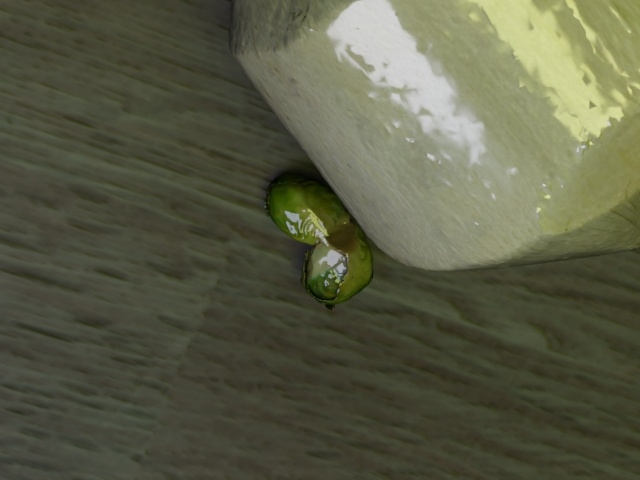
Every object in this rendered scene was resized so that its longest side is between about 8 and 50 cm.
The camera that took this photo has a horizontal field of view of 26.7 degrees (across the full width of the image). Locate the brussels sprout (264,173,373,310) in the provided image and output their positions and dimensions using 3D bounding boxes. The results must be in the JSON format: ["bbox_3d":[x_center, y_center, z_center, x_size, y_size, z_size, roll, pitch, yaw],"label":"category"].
[{"bbox_3d":[0.000,-0.001,0.789,0.051,0.046,0.083,-16,114,38],"label":"brussels sprout"}]

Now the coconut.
[{"bbox_3d":[0.093,-0.102,0.678,0.237,0.237,0.266,-36,106,1],"label":"coconut"}]
